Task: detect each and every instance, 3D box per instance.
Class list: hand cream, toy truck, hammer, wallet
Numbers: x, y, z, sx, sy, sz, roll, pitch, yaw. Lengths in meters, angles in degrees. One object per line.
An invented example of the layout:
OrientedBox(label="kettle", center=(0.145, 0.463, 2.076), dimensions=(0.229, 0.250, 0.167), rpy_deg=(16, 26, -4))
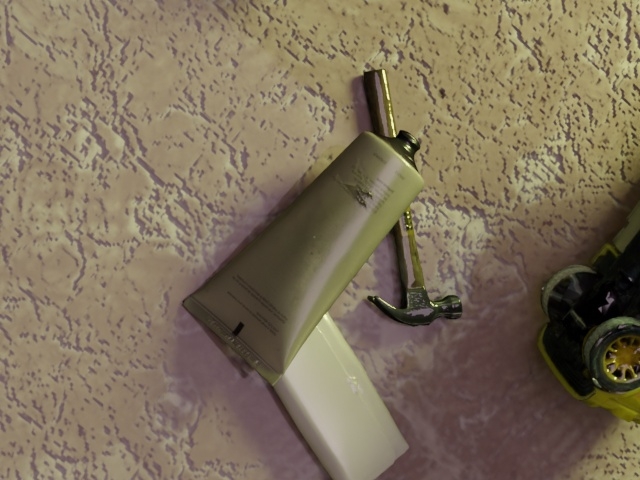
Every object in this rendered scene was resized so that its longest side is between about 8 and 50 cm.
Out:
OrientedBox(label="hand cream", center=(0.000, 0.000, 0.871), dimensions=(0.087, 0.054, 0.186), rpy_deg=(40, 85, 20))
OrientedBox(label="toy truck", center=(0.280, 0.010, 0.877), dimensions=(0.157, 0.124, 0.272), rpy_deg=(32, 102, -17))
OrientedBox(label="hammer", center=(0.051, -0.029, 0.914), dimensions=(0.062, 0.017, 0.182), rpy_deg=(-11, 89, -16))
OrientedBox(label="wallet", center=(0.007, 0.107, 0.890), dimensions=(0.061, 0.025, 0.122), rpy_deg=(-33, 96, -21))
